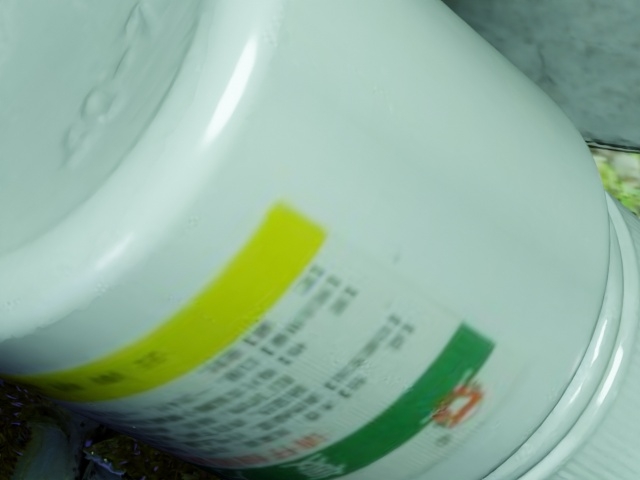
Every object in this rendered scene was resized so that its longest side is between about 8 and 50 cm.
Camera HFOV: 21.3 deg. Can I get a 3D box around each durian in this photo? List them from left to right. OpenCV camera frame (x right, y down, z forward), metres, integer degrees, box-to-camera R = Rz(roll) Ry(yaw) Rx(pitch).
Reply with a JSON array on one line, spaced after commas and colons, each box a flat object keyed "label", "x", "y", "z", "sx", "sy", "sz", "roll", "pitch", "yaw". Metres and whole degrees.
[{"label": "durian", "x": -0.126, "y": 0.139, "z": 1.062, "sx": 0.193, "sy": 0.138, "sz": 0.237, "roll": 42, "pitch": 139, "yaw": -17}]

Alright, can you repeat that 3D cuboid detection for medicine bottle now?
[{"label": "medicine bottle", "x": 0.000, "y": 0.000, "z": 0.681, "sx": 0.208, "sy": 0.208, "sz": 0.339, "roll": -4, "pitch": 154, "yaw": 38}]
